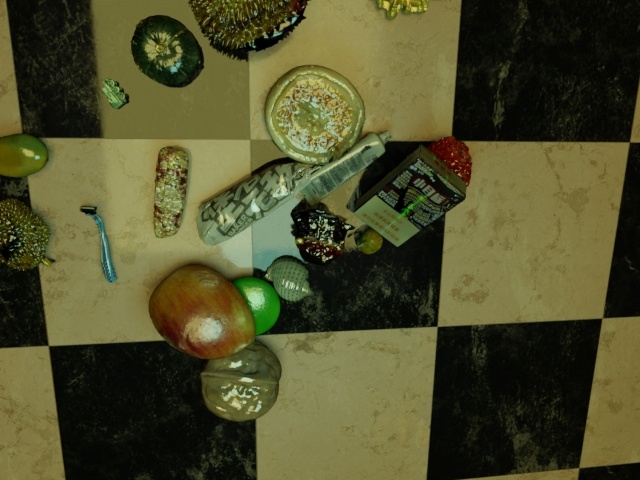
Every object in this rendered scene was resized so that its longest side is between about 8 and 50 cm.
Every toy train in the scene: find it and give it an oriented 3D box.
[{"bbox_3d":[-0.610,-0.434,1.469,0.053,0.033,0.083,-37,106,5],"label":"toy train"}]

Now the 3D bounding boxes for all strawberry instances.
[{"bbox_3d":[0.402,-0.243,1.610,0.201,0.186,0.184,-61,146,-19],"label":"strawberry"}]

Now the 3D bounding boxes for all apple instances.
[{"bbox_3d":[-0.364,0.224,1.552,0.346,0.179,0.254,36,81,8],"label":"apple"}]

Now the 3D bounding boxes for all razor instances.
[{"bbox_3d":[-0.683,0.013,1.562,0.082,0.042,0.253,2,109,34],"label":"razor"}]

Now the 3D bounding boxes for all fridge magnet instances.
[{"bbox_3d":[-0.237,0.217,1.651,0.208,0.088,0.208,-1,106,-3],"label":"fridge magnet"}]

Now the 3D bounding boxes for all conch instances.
[{"bbox_3d":[-0.097,0.128,1.653,0.153,0.102,0.135,32,79,-16],"label":"conch"}]

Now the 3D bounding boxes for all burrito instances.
[{"bbox_3d":[-0.197,-0.135,1.543,0.445,0.101,0.139,-30,85,12],"label":"burrito"}]

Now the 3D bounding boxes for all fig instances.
[{"bbox_3d":[0.164,0.004,1.661,0.084,0.098,0.082,-20,89,17],"label":"fig"}]

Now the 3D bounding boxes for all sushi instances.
[{"bbox_3d":[0.000,0.000,1.607,0.172,0.153,0.150,21,79,-33],"label":"sushi"}]

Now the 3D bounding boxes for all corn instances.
[{"bbox_3d":[-0.463,-0.141,1.531,0.098,0.098,0.290,8,103,-11],"label":"corn"}]

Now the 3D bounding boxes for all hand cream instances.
[{"bbox_3d":[0.082,-0.243,1.601,0.340,0.078,0.124,-35,140,3],"label":"hand cream"}]

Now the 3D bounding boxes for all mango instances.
[{"bbox_3d":[-0.889,-0.245,1.451,0.191,0.085,0.122,-8,115,3],"label":"mango"}]

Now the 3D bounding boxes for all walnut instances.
[{"bbox_3d":[-0.262,0.453,1.637,0.273,0.227,0.273,-3,103,-12],"label":"walnut"}]

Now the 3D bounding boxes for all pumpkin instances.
[{"bbox_3d":[-0.439,-0.537,1.411,0.190,0.146,0.190,1,97,13],"label":"pumpkin"}]

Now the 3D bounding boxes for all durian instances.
[{"bbox_3d":[-0.175,-0.696,1.330,0.384,0.347,0.347,-45,106,-8],"label":"durian"},{"bbox_3d":[-0.903,0.002,1.476,0.193,0.138,0.237,-43,106,3],"label":"durian"}]

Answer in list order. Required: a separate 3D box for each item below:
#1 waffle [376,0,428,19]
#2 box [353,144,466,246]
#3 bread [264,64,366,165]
[{"bbox_3d":[0.263,-0.838,1.491,0.311,0.060,0.307,-27,108,-1],"label":"waffle"},{"bbox_3d":[0.277,-0.131,1.568,0.198,0.084,0.310,36,133,-15],"label":"box"},{"bbox_3d":[-0.019,-0.375,1.504,0.305,0.159,0.306,-3,111,-7],"label":"bread"}]
